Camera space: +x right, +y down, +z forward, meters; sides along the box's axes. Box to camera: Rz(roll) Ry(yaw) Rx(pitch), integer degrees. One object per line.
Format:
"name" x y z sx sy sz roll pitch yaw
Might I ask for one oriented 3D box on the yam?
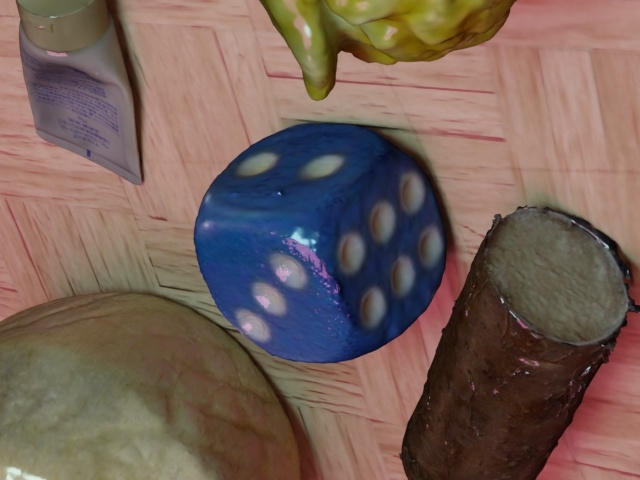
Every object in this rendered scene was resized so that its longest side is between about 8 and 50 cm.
"yam" 0.143 0.106 1.240 0.131 0.131 0.280 31 139 12

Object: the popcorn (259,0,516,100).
"popcorn" 0.043 -0.232 0.919 0.276 0.225 0.276 56 163 28

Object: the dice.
"dice" 0.000 0.000 1.241 0.146 0.143 0.146 5 130 39

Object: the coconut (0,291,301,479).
"coconut" -0.209 0.246 1.465 0.344 0.415 0.415 18 136 10

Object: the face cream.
"face cream" -0.204 -0.137 1.352 0.114 0.070 0.224 26 150 18
